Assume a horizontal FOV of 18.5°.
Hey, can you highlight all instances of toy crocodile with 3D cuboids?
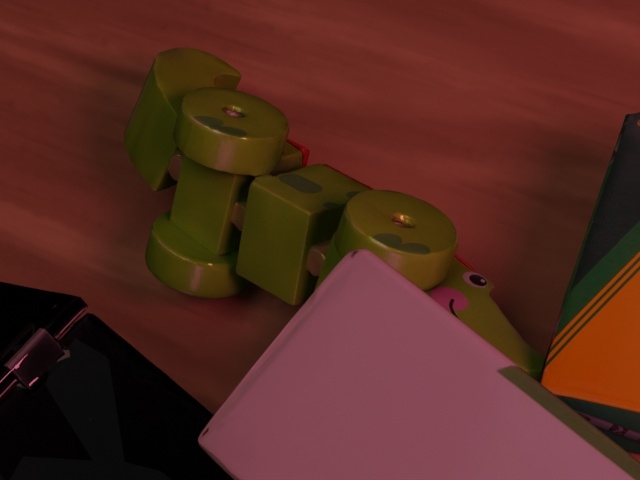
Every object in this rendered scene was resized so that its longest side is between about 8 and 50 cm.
[{"bbox_3d":[0.000,0.000,1.125,0.340,0.105,0.115,36,125,33],"label":"toy crocodile"}]

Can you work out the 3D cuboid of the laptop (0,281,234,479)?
[{"bbox_3d":[-0.218,0.238,1.091,0.382,0.236,0.408,-47,27,-21],"label":"laptop"}]

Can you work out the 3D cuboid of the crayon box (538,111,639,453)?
[{"bbox_3d":[0.267,0.042,0.983,0.278,0.081,0.165,11,70,29],"label":"crayon box"}]

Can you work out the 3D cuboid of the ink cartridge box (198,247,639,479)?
[{"bbox_3d":[0.102,0.145,0.892,0.201,0.278,0.117,39,88,34],"label":"ink cartridge box"}]
